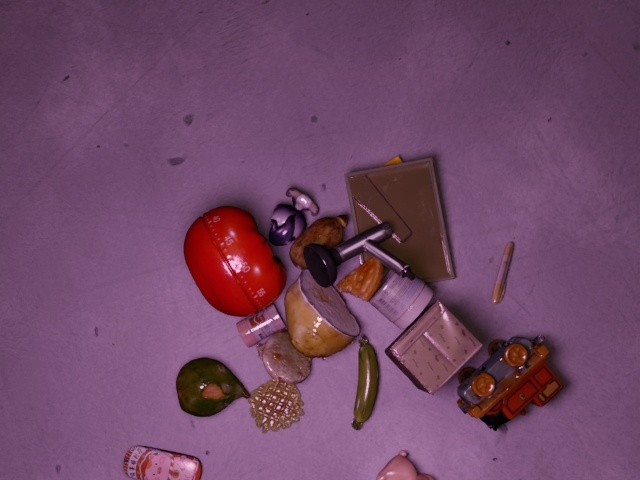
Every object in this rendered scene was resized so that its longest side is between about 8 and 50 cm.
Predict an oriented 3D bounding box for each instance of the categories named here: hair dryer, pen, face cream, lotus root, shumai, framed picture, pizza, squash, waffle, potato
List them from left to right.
[{"bbox_3d":[-0.153,0.566,1.784,0.184,0.036,0.169,-26,78,-2],"label":"waffle"},{"bbox_3d":[-0.135,0.412,1.778,0.201,0.120,0.201,21,46,-24],"label":"shumai"},{"bbox_3d":[-0.032,0.262,1.760,0.196,0.246,0.299,-44,58,18],"label":"potato"},{"bbox_3d":[0.000,0.000,1.851,0.260,0.145,0.128,-45,113,-5],"label":"lotus root"},{"bbox_3d":[0.143,0.141,1.805,0.053,0.193,0.201,45,53,-28],"label":"pizza"},{"bbox_3d":[0.141,0.049,1.685,0.320,0.284,0.155,-23,114,-16],"label":"hair dryer"},{"bbox_3d":[0.157,0.485,1.766,0.071,0.080,0.318,13,76,-32],"label":"squash"},{"bbox_3d":[0.280,-0.054,1.863,0.326,0.028,0.445,-9,86,4],"label":"framed picture"},{"bbox_3d":[0.269,0.186,1.749,0.153,0.177,0.177,40,82,4],"label":"face cream"},{"bbox_3d":[0.650,0.117,1.840,0.040,0.032,0.233,24,78,-15],"label":"pen"}]

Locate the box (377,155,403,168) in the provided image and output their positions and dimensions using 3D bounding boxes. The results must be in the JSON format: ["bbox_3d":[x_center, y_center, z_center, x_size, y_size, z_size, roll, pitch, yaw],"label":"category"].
[{"bbox_3d":[0.295,-0.165,1.922,0.152,0.043,0.269,-31,76,0],"label":"box"}]

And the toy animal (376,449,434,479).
[{"bbox_3d":[0.278,0.789,1.643,0.171,0.171,0.197,-40,75,-6],"label":"toy animal"}]

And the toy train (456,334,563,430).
[{"bbox_3d":[0.622,0.461,1.700,0.369,0.163,0.231,-40,86,-6],"label":"toy train"}]

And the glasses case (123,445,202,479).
[{"bbox_3d":[-0.531,0.762,1.747,0.267,0.067,0.103,8,76,5],"label":"glasses case"}]

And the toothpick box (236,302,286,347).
[{"bbox_3d":[-0.207,0.297,1.819,0.149,0.098,0.098,-28,77,-4],"label":"toothpick box"}]

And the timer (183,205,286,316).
[{"bbox_3d":[-0.290,0.072,1.734,0.279,0.378,0.378,-30,77,-6],"label":"timer"}]

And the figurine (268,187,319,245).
[{"bbox_3d":[-0.106,-0.072,1.883,0.145,0.145,0.222,32,79,10],"label":"figurine"}]

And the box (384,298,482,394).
[{"bbox_3d":[0.349,0.345,1.668,0.225,0.297,0.190,-43,78,-6],"label":"box"}]

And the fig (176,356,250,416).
[{"bbox_3d":[-0.363,0.501,1.759,0.245,0.195,0.195,13,76,-27],"label":"fig"}]
